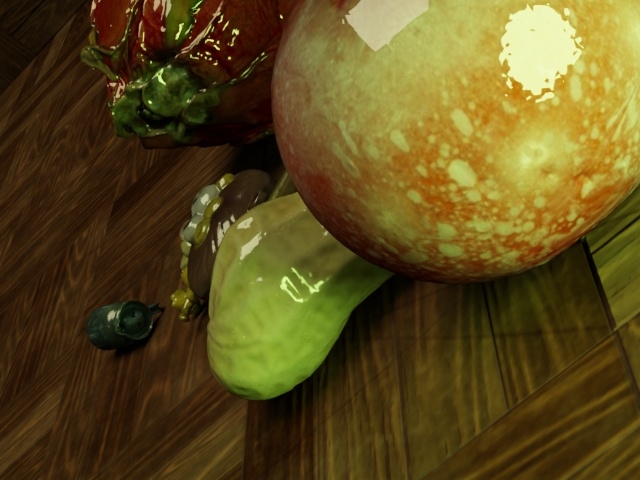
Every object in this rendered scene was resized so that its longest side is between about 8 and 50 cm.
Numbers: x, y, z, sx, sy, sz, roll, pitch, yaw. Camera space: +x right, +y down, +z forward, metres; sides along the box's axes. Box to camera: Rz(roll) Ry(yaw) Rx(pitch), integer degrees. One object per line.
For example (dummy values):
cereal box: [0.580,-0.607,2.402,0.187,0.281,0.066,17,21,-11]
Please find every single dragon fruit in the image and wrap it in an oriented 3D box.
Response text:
dragon fruit: [-0.119,-0.243,1.462,0.277,0.277,0.343,-40,22,25]

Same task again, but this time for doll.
doll: [-0.098,0.012,1.245,0.188,0.096,0.145,-51,11,27]

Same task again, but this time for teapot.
teapot: [-0.211,0.092,1.405,0.083,0.063,0.049,-15,72,52]

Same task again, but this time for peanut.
peanut: [0.000,0.000,1.019,0.274,0.125,0.111,-51,6,-1]

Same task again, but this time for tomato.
tomato: [0.094,-0.112,0.844,0.270,0.227,0.270,-19,44,19]

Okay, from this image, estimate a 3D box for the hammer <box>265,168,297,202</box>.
hammer: [0.026,-0.116,1.093,0.440,0.044,0.168,-59,-7,17]
